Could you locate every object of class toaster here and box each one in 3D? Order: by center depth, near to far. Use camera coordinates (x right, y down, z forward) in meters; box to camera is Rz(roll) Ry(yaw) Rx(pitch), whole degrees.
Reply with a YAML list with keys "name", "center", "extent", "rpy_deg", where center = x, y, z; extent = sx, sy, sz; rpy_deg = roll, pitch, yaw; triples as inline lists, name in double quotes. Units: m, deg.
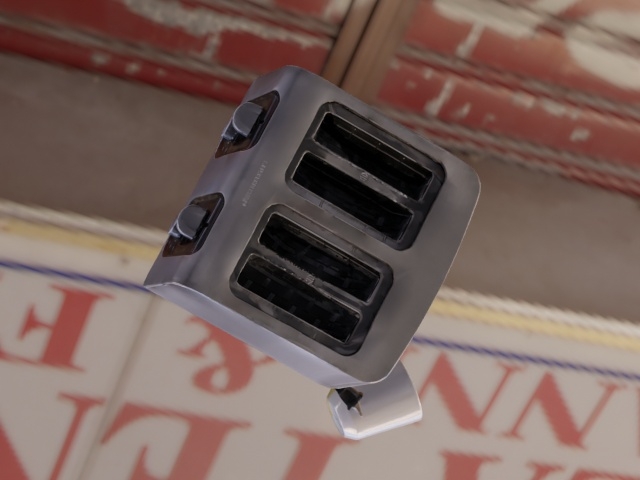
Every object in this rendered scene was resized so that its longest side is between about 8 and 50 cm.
- name: "toaster"
  center: [0.000, 0.000, 1.029]
  extent: [0.185, 0.168, 0.110]
  rpy_deg: [30, 169, -10]

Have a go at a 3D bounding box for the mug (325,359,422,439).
- name: "mug"
  center: [0.038, 0.128, 1.266]
  extent: [0.064, 0.062, 0.078]
  rpy_deg: [-24, -163, -12]
